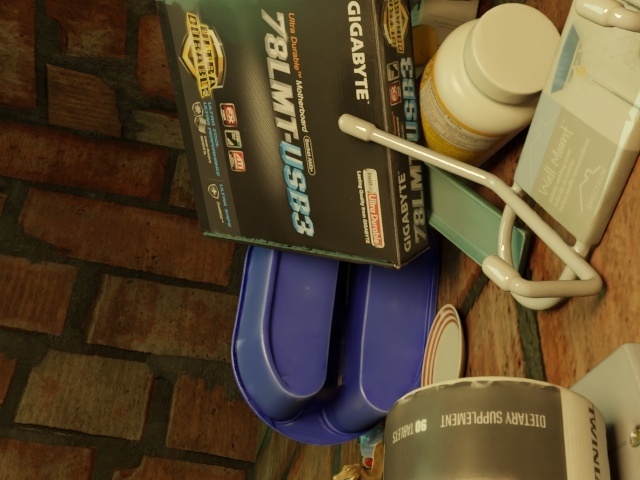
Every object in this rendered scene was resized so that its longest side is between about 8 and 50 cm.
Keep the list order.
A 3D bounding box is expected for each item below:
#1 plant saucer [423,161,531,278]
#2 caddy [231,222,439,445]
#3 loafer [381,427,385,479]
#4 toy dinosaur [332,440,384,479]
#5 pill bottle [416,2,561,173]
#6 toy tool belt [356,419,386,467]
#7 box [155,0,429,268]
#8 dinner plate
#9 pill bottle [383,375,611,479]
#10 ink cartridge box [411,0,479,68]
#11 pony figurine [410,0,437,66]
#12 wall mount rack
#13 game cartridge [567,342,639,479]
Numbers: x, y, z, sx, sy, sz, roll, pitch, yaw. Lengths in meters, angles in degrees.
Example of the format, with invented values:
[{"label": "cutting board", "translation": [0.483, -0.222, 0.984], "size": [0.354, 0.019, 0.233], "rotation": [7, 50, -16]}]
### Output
[{"label": "plant saucer", "translation": [0.142, -0.026, 0.877], "size": [0.192, 0.018, 0.067], "rotation": [46, 144, 47]}, {"label": "caddy", "translation": [0.016, 0.091, 1.146], "size": [0.179, 0.241, 0.341], "rotation": [131, 149, -67]}, {"label": "loafer", "translation": [0.109, 0.245, 0.996], "size": [0.061, 0.062, 0.170], "rotation": [-36, 15, 15]}, {"label": "toy dinosaur", "translation": [0.085, 0.279, 1.034], "size": [0.183, 0.053, 0.093], "rotation": [-1, -103, -58]}, {"label": "pill bottle", "translation": [0.158, -0.149, 0.878], "size": [0.208, 0.117, 0.118], "rotation": [128, 151, -75]}, {"label": "toy tool belt", "translation": [0.072, 0.273, 1.190], "size": [0.051, 0.052, 0.083], "rotation": [-73, -7, -86]}, {"label": "box", "translation": [-0.032, -0.132, 0.948], "size": [0.073, 0.293, 0.296], "rotation": [-29, -60, -45]}, {"label": "dinner plate", "translation": [0.141, 0.143, 0.992], "size": [0.141, 0.017, 0.141], "rotation": [-169, 90, -82]}, {"label": "pill bottle", "translation": [0.095, 0.208, 0.464], "size": [0.130, 0.130, 0.246], "rotation": [113, 165, -57]}, {"label": "ink cartridge box", "translation": [0.165, -0.336, 1.198], "size": [0.139, 0.082, 0.191], "rotation": [-144, 63, -81]}, {"label": "pony figurine", "translation": [0.039, -0.286, 1.066], "size": [0.351, 0.303, 0.363], "rotation": [-50, 25, -10]}, {"label": "wall mount rack", "translation": [0.145, -0.125, 0.705], "size": [0.304, 0.130, 0.350], "rotation": [-124, 41, -52]}, {"label": "game cartridge", "translation": [0.178, 0.220, 0.507], "size": [0.196, 0.060, 0.294], "rotation": [106, 171, -57]}]
